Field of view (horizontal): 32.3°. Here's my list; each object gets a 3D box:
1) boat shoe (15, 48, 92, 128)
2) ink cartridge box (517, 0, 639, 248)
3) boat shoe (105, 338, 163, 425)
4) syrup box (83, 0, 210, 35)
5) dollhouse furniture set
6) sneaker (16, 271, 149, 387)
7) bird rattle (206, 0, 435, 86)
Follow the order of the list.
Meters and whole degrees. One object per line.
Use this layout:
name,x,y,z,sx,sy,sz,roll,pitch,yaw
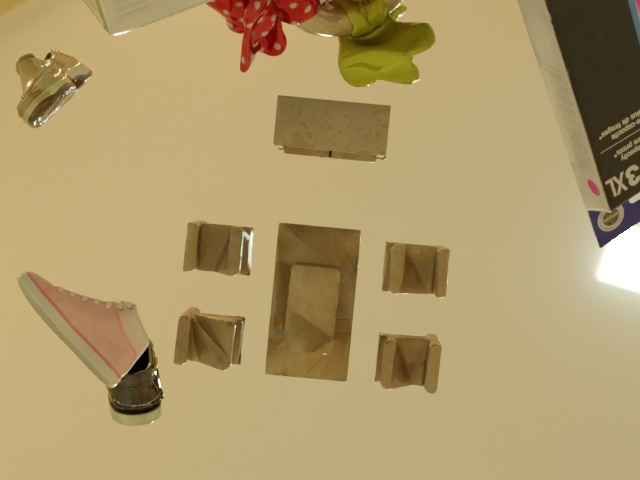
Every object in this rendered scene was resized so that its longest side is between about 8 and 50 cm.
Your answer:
boat shoe,-0.327,-0.184,1.289,0.072,0.068,0.190,43,-167,-12
ink cartridge box,0.327,-0.160,1.136,0.176,0.371,0.069,-32,-143,-7
boat shoe,-0.237,0.133,1.325,0.081,0.068,0.228,-8,-153,-21
syrup box,-0.138,-0.263,0.703,0.096,0.236,0.093,-25,-136,-16
dollhouse furniture set,0.000,0.000,1.613,0.362,0.394,0.256,6,-177,1
sneaker,-0.214,0.066,1.023,0.070,0.051,0.134,-44,-82,-18
bird rattle,0.010,-0.272,1.151,0.254,0.207,0.143,13,-143,-34
